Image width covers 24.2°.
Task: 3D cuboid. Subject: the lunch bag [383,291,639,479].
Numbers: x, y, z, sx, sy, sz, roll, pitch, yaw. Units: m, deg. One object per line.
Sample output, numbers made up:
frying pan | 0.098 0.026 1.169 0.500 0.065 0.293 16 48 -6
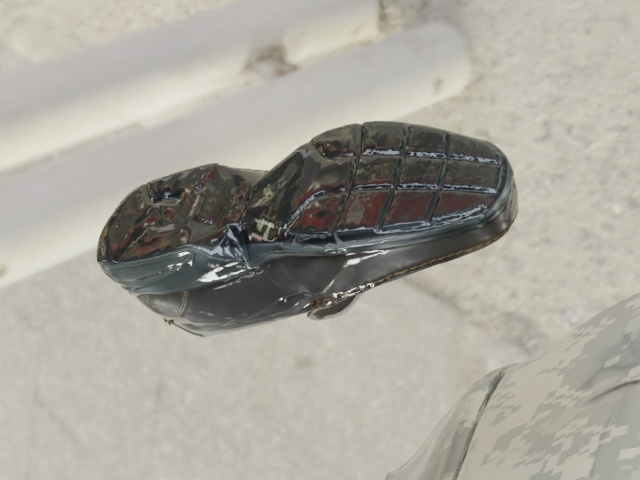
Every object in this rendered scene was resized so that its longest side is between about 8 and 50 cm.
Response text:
lunch bag | 0.135 0.153 0.578 0.212 0.305 0.256 39 122 0

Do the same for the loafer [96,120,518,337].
loafer | 0.000 0.000 0.554 0.170 0.062 0.061 -7 135 33
